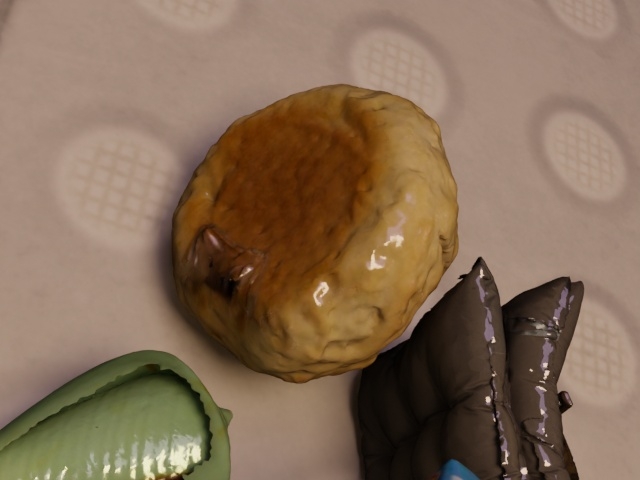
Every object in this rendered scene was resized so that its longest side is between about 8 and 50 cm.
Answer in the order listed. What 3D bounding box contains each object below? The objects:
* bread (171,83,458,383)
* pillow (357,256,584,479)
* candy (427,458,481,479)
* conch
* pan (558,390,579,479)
[{"bbox_3d":[0.000,0.000,0.709,0.134,0.244,0.244,44,44,-46],"label":"bread"},{"bbox_3d":[0.107,0.201,0.648,0.101,0.228,0.326,6,63,-17],"label":"pillow"},{"bbox_3d":[-0.008,0.268,0.487,0.100,0.306,0.157,46,16,1],"label":"candy"},{"bbox_3d":[-0.153,0.169,0.570,0.143,0.137,0.250,50,46,5],"label":"conch"},{"bbox_3d":[0.165,0.134,0.762,0.048,0.202,0.128,-24,49,3],"label":"pan"}]
